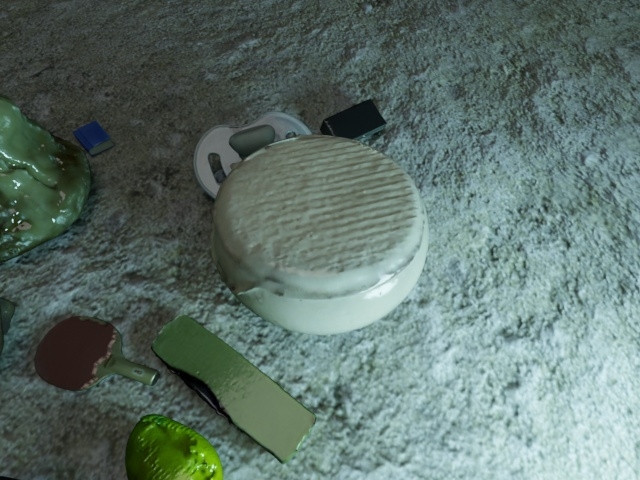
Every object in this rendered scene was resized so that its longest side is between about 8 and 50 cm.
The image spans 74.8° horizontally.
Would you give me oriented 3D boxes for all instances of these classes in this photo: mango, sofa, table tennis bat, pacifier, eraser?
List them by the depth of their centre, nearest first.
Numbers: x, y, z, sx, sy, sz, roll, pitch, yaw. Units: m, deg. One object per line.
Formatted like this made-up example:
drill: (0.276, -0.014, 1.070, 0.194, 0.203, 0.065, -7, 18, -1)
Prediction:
mango: (-0.219, 0.337, 0.625, 0.178, 0.100, 0.119, 36, 72, 25)
table tennis bat: (-0.397, 0.210, 0.749, 0.234, 0.022, 0.131, 15, 59, 10)
pacifier: (-0.130, -0.181, 0.890, 0.279, 0.207, 0.227, -20, 78, -12)
eraser: (-0.556, -0.250, 1.025, 0.063, 0.027, 0.084, -36, 65, -22)
sofa: (0.081, -0.281, 1.045, 0.147, 0.060, 0.085, -29, 80, -17)

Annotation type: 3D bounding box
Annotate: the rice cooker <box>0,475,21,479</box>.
rice cooker: (-0.430, 0.426, 0.485, 0.224, 0.267, 0.267, 34, 63, 26)

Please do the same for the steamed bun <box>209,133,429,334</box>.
steamed bun: (0.000, 0.000, 0.753, 0.374, 0.241, 0.374, -1, 54, 2)

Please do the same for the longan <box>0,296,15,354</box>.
longan: (-0.617, 0.149, 0.702, 0.159, 0.185, 0.204, -13, 11, 19)

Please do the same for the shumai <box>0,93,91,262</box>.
shumai: (-0.692, -0.163, 0.800, 0.397, 0.323, 0.324, 0, 56, 0)

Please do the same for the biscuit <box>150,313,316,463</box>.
biscuit: (-0.157, 0.245, 0.720, 0.322, 0.038, 0.099, 31, 59, 18)
